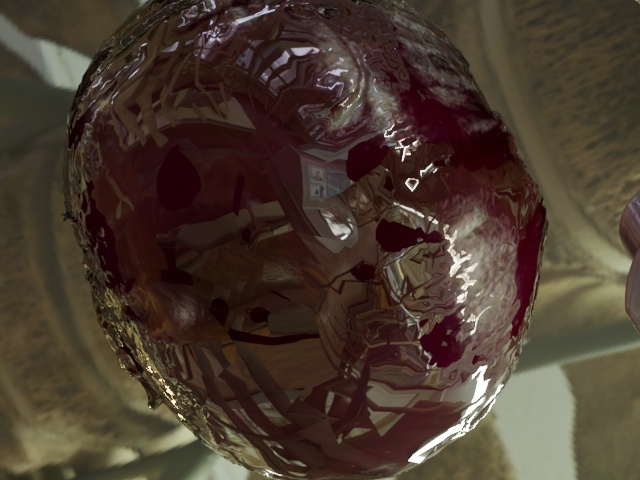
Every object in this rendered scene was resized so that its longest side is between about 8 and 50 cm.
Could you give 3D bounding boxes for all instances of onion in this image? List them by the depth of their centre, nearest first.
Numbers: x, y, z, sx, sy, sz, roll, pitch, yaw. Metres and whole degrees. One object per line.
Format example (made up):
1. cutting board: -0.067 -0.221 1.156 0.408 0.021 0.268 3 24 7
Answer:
1. onion: 0.000 0.000 0.878 0.260 0.282 0.336 -123 -164 -72

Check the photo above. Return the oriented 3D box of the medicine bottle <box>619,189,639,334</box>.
1. medicine bottle: 0.283 0.032 1.051 0.188 0.094 0.119 -110 -140 -58

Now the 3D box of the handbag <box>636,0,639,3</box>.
1. handbag: 0.302 -0.209 0.852 0.316 0.253 0.109 -19 -128 34
